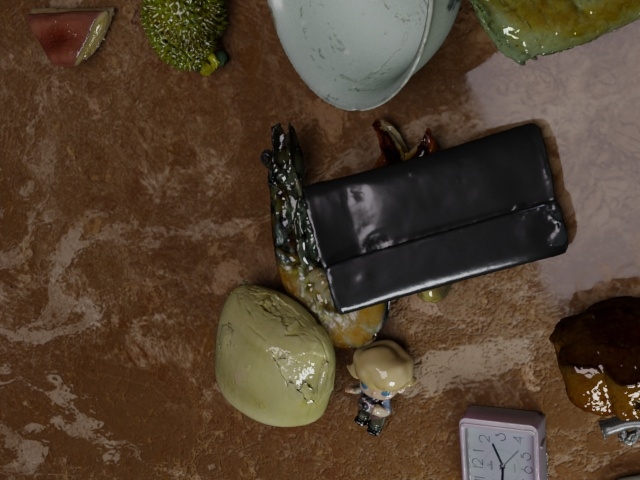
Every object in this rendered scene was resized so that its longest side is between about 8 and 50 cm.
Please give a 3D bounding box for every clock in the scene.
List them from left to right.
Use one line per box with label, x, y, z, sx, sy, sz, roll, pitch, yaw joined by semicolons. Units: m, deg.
clock;0.336;0.409;1.705;0.150;0.063;0.197;2;106;25

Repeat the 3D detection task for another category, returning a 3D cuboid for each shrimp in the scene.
shrimp;0.000;0.000;1.675;0.272;0.085;0.445;5;116;49

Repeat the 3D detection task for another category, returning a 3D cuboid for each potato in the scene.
potato;0.206;0.044;1.643;0.070;0.091;0.138;32;118;27

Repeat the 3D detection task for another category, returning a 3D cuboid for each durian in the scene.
durian;-0.256;-0.403;1.697;0.159;0.146;0.198;13;107;23

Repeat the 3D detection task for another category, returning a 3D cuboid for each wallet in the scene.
wallet;0.191;-0.034;1.552;0.405;0.062;0.229;-16;95;3

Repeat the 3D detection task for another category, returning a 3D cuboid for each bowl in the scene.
bowl;0.100;-0.431;1.458;0.434;0.195;0.435;33;132;48

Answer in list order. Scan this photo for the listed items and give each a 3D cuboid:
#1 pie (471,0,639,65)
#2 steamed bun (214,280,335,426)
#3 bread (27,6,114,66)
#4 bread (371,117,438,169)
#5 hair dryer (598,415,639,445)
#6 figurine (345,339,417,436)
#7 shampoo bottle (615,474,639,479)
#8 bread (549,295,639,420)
pie;0.372;-0.475;1.325;0.394;0.180;0.418;-10;105;-9
steamed bun;-0.106;0.219;1.764;0.273;0.166;0.232;35;138;27
bread;-0.497;-0.405;1.855;0.192;0.067;0.119;7;100;22
bread;0.133;-0.077;1.646;0.139;0.095;0.269;20;103;24
hair dryer;0.625;0.333;1.489;0.361;0.121;0.301;9;119;11
figurine;0.104;0.277;1.757;0.114;0.108;0.196;41;127;35
shampoo bottle;0.531;0.452;1.636;0.151;0.045;0.077;-13;99;29
bread;0.488;0.186;1.481;0.246;0.232;0.135;-3;114;18
